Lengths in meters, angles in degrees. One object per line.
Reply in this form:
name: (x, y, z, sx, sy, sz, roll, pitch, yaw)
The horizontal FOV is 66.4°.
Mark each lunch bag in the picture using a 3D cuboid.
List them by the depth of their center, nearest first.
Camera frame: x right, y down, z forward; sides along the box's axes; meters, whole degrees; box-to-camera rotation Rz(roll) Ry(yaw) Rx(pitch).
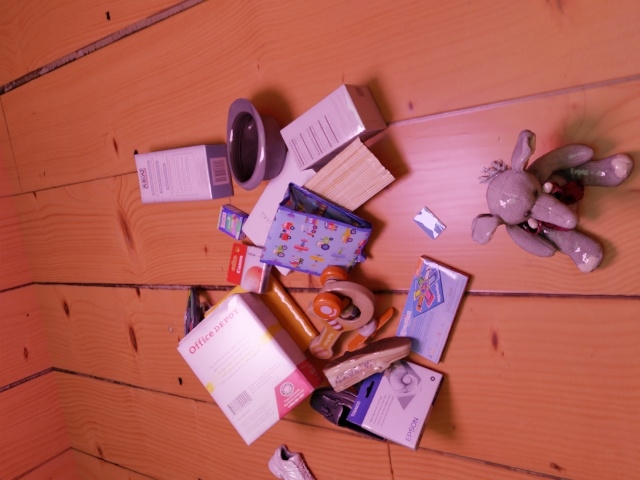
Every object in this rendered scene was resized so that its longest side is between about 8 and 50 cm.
lunch bag: (0.000, 0.000, 1.423, 0.293, 0.138, 0.221, 22, 129, -3)

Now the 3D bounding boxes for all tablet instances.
tablet: (0.296, -0.047, 1.333, 0.083, 0.006, 0.054, 47, 122, 15)

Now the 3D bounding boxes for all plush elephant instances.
plush elephant: (0.468, -0.087, 1.053, 0.330, 0.255, 0.271, 26, 115, 27)

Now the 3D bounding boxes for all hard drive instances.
hard drive: (-0.095, -0.088, 1.563, 0.233, 0.047, 0.353, 46, 123, 16)

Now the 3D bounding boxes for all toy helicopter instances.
toy helicopter: (0.065, 0.255, 1.480, 0.235, 0.140, 0.355, 21, 132, -4)

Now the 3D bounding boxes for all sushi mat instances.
sushi mat: (0.051, -0.144, 1.376, 0.151, 0.019, 0.316, 44, 130, -12)

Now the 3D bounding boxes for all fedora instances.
fedora: (-0.190, -0.294, 1.509, 0.244, 0.124, 0.275, 4, 99, 54)

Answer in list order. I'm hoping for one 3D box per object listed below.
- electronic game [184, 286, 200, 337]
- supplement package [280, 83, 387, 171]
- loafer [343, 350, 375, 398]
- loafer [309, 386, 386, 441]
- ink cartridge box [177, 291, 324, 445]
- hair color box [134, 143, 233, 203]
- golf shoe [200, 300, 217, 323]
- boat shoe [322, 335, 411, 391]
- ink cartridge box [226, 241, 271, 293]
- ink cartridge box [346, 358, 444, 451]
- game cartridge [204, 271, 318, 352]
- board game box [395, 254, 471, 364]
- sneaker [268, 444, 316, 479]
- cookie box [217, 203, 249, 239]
electronic game: (-0.494, 0.292, 1.861, 0.229, 0.048, 0.229, -175, 90, -69)
supplement package: (0.034, -0.310, 1.365, 0.244, 0.139, 0.133, -27, 87, 35)
loafer: (0.139, 0.441, 1.519, 0.078, 0.076, 0.223, -24, 92, 30)
loafer: (0.088, 0.523, 1.477, 0.303, 0.095, 0.109, 5, 114, 30)
ink cartridge box: (-0.220, 0.390, 1.559, 0.279, 0.160, 0.384, -42, 79, 9)
hair color box: (-0.496, -0.235, 1.758, 0.375, 0.114, 0.185, 1, 101, 33)
golf shoe: (-0.357, 0.295, 1.801, 0.273, 0.105, 0.120, 0, 96, 34)
boat shoe: (0.146, 0.361, 1.432, 0.285, 0.104, 0.089, -26, 91, 25)
ink cartridge box: (-0.247, 0.088, 1.632, 0.179, 0.045, 0.145, 12, 92, 28)
ink cartridge box: (0.210, 0.449, 1.400, 0.224, 0.223, 0.045, 13, 151, 31)
game cartridge: (-0.201, 0.293, 1.668, 0.285, 0.053, 0.323, -41, 79, 11)
board game box: (0.308, 0.195, 1.371, 0.145, 0.027, 0.281, 24, 114, 27)
sneaker: (-0.086, 0.829, 1.756, 0.232, 0.090, 0.115, 27, 112, 25)
cookie box: (-0.307, -0.065, 1.715, 0.107, 0.040, 0.091, 27, 116, 27)
